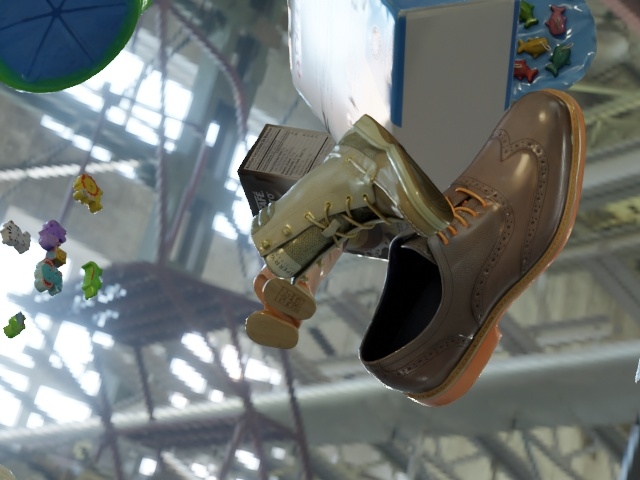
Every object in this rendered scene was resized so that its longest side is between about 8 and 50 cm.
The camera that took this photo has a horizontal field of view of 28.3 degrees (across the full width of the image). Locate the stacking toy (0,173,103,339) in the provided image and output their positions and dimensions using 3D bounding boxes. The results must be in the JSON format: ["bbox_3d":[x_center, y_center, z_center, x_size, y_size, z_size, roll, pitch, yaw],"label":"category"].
[{"bbox_3d":[-0.395,0.024,1.849,0.167,0.221,0.052,-29,-45,23],"label":"stacking toy"}]

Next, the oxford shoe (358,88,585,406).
[{"bbox_3d":[0.159,-0.004,1.316,0.130,0.363,0.133,23,-4,44],"label":"oxford shoe"}]

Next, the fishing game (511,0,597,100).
[{"bbox_3d":[0.298,-0.290,1.806,0.189,0.264,0.041,6,-5,13],"label":"fishing game"}]

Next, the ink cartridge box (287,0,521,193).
[{"bbox_3d":[0.093,-0.259,1.669,0.166,0.395,0.285,-12,-53,-16],"label":"ink cartridge box"}]

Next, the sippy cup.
[{"bbox_3d":[-0.392,-0.353,1.704,0.305,0.224,0.240,18,-64,-51],"label":"sippy cup"}]

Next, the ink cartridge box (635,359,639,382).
[{"bbox_3d":[0.739,0.106,2.295,0.091,0.385,0.308,44,-53,-2],"label":"ink cartridge box"}]

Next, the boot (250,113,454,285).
[{"bbox_3d":[0.022,-0.019,1.149,0.077,0.165,0.213,48,4,-27],"label":"boot"}]

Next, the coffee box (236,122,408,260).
[{"bbox_3d":[0.035,-0.074,2.048,0.297,0.119,0.168,10,-37,25],"label":"coffee box"}]

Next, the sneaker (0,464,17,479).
[{"bbox_3d":[-0.569,0.534,2.030,0.131,0.350,0.148,17,-23,-23],"label":"sneaker"}]

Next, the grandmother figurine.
[{"bbox_3d":[0.000,0.000,1.788,0.104,0.342,0.208,36,-54,-5],"label":"grandmother figurine"}]
